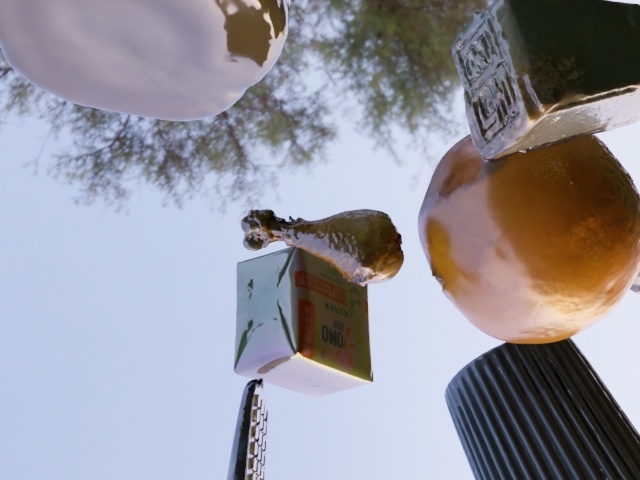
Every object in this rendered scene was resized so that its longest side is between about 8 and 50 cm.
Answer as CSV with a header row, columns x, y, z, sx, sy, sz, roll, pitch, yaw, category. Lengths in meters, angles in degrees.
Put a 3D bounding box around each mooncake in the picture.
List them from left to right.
x,y,z,sx,sy,sz,roll,pitch,yaw,category
-0.269,-0.398,1.279,0.467,0.467,0.262,30,-132,-31,mooncake

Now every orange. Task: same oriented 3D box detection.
x,y,z,sx,sy,sz,roll,pitch,yaw,category
0.283,-0.016,1.178,0.312,0.312,0.312,23,-125,-36,orange

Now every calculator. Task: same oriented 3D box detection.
x,y,z,sx,sy,sz,roll,pitch,yaw,category
-0.097,0.322,1.208,0.177,0.040,0.268,82,-166,-64,calculator

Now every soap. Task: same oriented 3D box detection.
x,y,z,sx,sy,sz,roll,pitch,yaw,category
-0.025,0.129,1.332,0.199,0.138,0.182,28,-127,-45,soap

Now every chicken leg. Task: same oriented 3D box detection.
x,y,z,sx,sy,sz,roll,pitch,yaw,category
0.000,-0.003,1.190,0.107,0.251,0.087,-49,-38,-51,chicken leg

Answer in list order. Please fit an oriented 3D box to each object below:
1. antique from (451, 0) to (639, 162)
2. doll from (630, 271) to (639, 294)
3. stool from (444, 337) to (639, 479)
x,y,z,sx,sy,sz,roll,pitch,yaw,category
0.298,-0.185,0.952,0.284,0.125,0.150,-8,-105,-22,antique
0.656,0.043,1.910,0.119,0.278,0.154,-15,-82,-23,doll
0.388,0.350,1.451,0.297,0.297,0.330,11,-135,-42,stool
